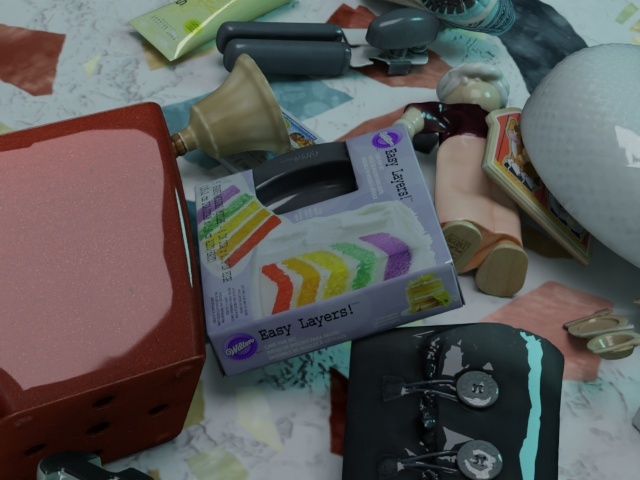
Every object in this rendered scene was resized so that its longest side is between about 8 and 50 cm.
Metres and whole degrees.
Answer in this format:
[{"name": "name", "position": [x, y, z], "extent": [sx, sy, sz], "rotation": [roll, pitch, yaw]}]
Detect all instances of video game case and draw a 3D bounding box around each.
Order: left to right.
[{"name": "video game case", "position": [-0.066, -0.113, 1.491], "extent": [0.122, 0.011, 0.087], "rotation": [-32, 58, -34]}]

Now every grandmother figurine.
[{"name": "grandmother figurine", "position": [0.174, -0.097, 1.468], "extent": [0.208, 0.104, 0.342], "rotation": [31, 39, -19]}]

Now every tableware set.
[{"name": "tableware set", "position": [0.333, 0.088, 1.295], "extent": [0.141, 0.020, 0.169], "rotation": [-14, 13, -1]}]

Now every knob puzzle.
[{"name": "knob puzzle", "position": [0.266, -0.086, 1.447], "extent": [0.213, 0.030, 0.213], "rotation": [30, 40, -29]}]

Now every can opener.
[{"name": "can opener", "position": [0.014, -0.262, 1.590], "extent": [0.283, 0.095, 0.076], "rotation": [-2, 46, -22]}]

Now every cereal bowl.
[{"name": "cereal bowl", "position": [0.402, -0.108, 1.417], "extent": [0.339, 0.141, 0.339], "rotation": [21, 40, -18]}]

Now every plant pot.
[{"name": "plant pot", "position": [-0.240, 0.071, 1.126], "extent": [0.267, 0.267, 0.236], "rotation": [-16, 64, -24]}]

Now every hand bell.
[{"name": "hand bell", "position": [-0.168, -0.105, 1.407], "extent": [0.242, 0.126, 0.126], "rotation": [-26, 54, -11]}]

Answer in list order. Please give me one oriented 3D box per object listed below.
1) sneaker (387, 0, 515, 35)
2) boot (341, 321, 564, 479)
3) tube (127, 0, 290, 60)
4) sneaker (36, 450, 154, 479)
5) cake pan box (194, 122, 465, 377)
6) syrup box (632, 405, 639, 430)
[{"name": "sneaker", "position": [0.150, -0.341, 1.708], "extent": [0.122, 0.110, 0.283], "rotation": [29, 8, -44]}, {"name": "boot", "position": [0.191, 0.275, 1.087], "extent": [0.367, 0.146, 0.445], "rotation": [10, 41, -4]}, {"name": "tube", "position": [-0.125, -0.304, 1.635], "extent": [0.240, 0.062, 0.070], "rotation": [-30, 18, -28]}, {"name": "sneaker", "position": [-0.100, 0.296, 0.995], "extent": [0.330, 0.146, 0.122], "rotation": [21, 9, 28]}, {"name": "cake pan box", "position": [0.000, 0.000, 1.275], "extent": [0.245, 0.070, 0.267], "rotation": [-15, 37, 4]}, {"name": "syrup box", "position": [0.423, 0.213, 1.210], "extent": [0.096, 0.093, 0.237], "rotation": [-24, 55, -29]}]
